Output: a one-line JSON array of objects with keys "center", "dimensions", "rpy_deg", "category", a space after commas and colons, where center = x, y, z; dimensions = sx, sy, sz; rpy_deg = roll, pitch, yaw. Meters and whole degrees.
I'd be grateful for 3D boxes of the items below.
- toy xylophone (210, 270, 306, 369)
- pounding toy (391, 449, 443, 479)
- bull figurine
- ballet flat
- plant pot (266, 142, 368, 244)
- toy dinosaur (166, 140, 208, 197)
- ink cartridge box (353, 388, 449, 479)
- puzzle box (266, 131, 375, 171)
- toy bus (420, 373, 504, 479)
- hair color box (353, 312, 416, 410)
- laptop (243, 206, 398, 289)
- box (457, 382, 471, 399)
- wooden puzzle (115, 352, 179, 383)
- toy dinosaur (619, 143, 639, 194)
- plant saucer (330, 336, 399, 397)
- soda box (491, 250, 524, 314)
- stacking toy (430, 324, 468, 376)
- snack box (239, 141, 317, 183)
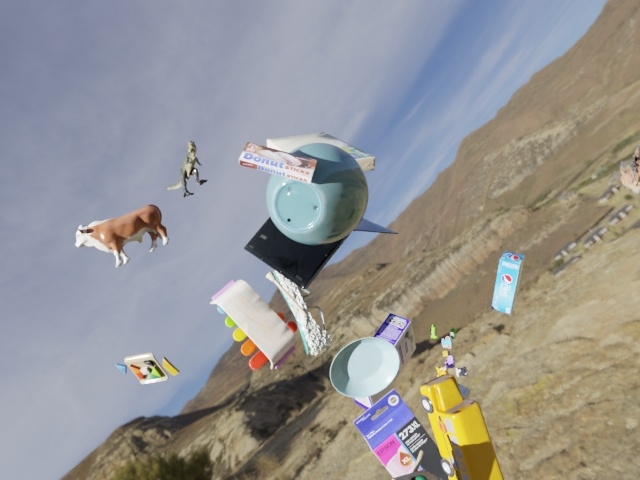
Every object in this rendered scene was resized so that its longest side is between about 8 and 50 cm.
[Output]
[{"center": [-0.189, 0.250, 1.320], "dimensions": [0.236, 0.323, 0.081], "rpy_deg": [-33, -8, -30], "category": "toy xylophone"}, {"center": [0.223, 0.586, 0.933], "dimensions": [0.129, 0.141, 0.100], "rpy_deg": [8, -5, -33], "category": "pounding toy"}, {"center": [-0.718, -0.018, 1.479], "dimensions": [0.310, 0.189, 0.101], "rpy_deg": [-29, 7, -24], "category": "bull figurine"}, {"center": [-0.074, 0.289, 1.731], "dimensions": [0.146, 0.409, 0.147], "rpy_deg": [-23, -21, -10], "category": "ballet flat"}, {"center": [-0.031, -0.111, 1.088], "dimensions": [0.290, 0.290, 0.195], "rpy_deg": [-45, -1, 22], "category": "plant pot"}, {"center": [-0.455, -0.222, 1.389], "dimensions": [0.064, 0.118, 0.268], "rpy_deg": [-15, -23, -46], "category": "toy dinosaur"}, {"center": [0.283, 0.682, 1.314], "dimensions": [0.175, 0.371, 0.069], "rpy_deg": [-37, 7, -5], "category": "ink cartridge box"}, {"center": [-0.012, -0.334, 1.556], "dimensions": [0.271, 0.409, 0.052], "rpy_deg": [-13, -59, -23], "category": "puzzle box"}, {"center": [0.392, 0.550, 1.113], "dimensions": [0.108, 0.333, 0.130], "rpy_deg": [-14, -6, -25], "category": "toy bus"}, {"center": [0.246, 0.476, 1.593], "dimensions": [0.339, 0.110, 0.185], "rpy_deg": [-44, -46, -31], "category": "hair color box"}, {"center": [0.000, 0.000, 1.530], "dimensions": [0.408, 0.381, 0.236], "rpy_deg": [-51, -46, -12], "category": "laptop"}, {"center": [0.502, 0.605, 1.528], "dimensions": [0.101, 0.087, 0.102], "rpy_deg": [-11, -65, -51], "category": "box"}, {"center": [-0.351, 0.260, 0.816], "dimensions": [0.116, 0.079, 0.014], "rpy_deg": [-19, 25, 15], "category": "wooden puzzle"}, {"center": [0.855, -0.206, 0.933], "dimensions": [0.127, 0.201, 0.296], "rpy_deg": [6, -48, -36], "category": "toy dinosaur"}, {"center": [0.115, 0.334, 1.089], "dimensions": [0.195, 0.195, 0.037], "rpy_deg": [-42, 24, 5], "category": "plant saucer"}, {"center": [0.654, 0.148, 1.411], "dimensions": [0.071, 0.067, 0.210], "rpy_deg": [-35, -49, -44], "category": "soda box"}, {"center": [0.541, 0.467, 1.696], "dimensions": [0.166, 0.222, 0.052], "rpy_deg": [15, -28, -39], "category": "stacking toy"}, {"center": [-0.100, -0.187, 0.972], "dimensions": [0.022, 0.178, 0.064], "rpy_deg": [104, -179, -57], "category": "snack box"}]
